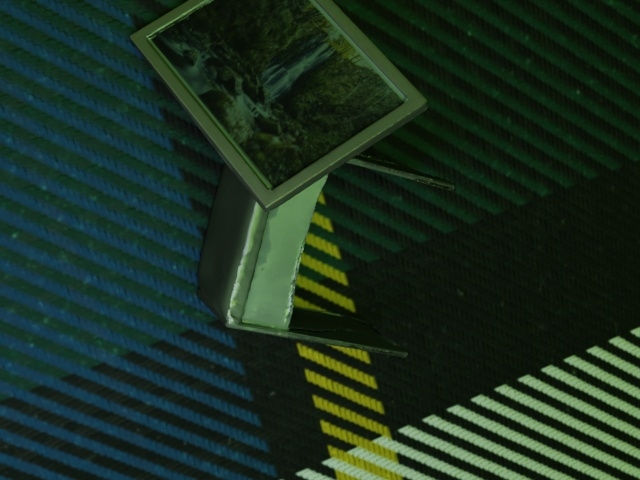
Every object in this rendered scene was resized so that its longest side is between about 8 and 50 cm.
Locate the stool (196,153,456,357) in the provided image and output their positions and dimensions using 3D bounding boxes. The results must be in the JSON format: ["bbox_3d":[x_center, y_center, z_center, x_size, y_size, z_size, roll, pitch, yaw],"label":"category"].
[{"bbox_3d":[0.000,0.000,1.410,0.270,0.170,0.243,12,98,-21],"label":"stool"}]

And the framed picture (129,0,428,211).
[{"bbox_3d":[-0.057,-0.208,1.310,0.241,0.324,0.020,-32,153,-10],"label":"framed picture"}]
